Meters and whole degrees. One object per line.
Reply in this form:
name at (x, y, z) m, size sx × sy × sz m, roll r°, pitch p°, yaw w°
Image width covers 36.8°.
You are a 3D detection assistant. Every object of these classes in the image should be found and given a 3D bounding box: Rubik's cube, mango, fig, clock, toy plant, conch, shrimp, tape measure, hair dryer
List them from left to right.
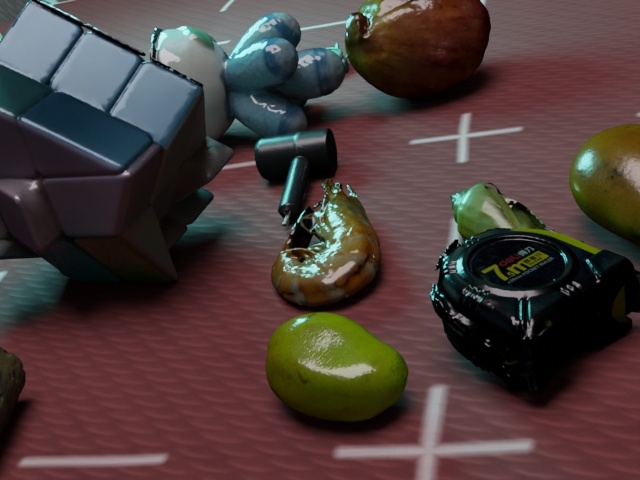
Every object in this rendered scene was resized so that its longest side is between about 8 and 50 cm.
Rubik's cube at (-0.332, -0.108, 1.354) m, size 0.387 × 0.368 × 0.358 m, roll 28°, pitch 40°, yaw 5°
toy plant at (-0.121, -0.279, 1.706) m, size 0.332 × 0.247 × 0.247 m, roll -6°, pitch 29°, yaw 3°
hair dryer at (-0.046, -0.091, 1.486) m, size 0.124 × 0.071 × 0.219 m, roll -9°, pitch 38°, yaw 14°
shrimp at (0.000, 0.000, 1.305) m, size 0.152 × 0.063 × 0.287 m, roll -24°, pitch 29°, yaw 7°
clock at (0.007, -0.357, 1.936) m, size 0.101 × 0.041 × 0.135 m, roll 16°, pitch 41°, yaw 43°
mango at (0.010, 0.135, 1.022) m, size 0.117 × 0.089 × 0.163 m, roll -32°, pitch 33°, yaw -27°
fig at (0.167, -0.358, 1.700) m, size 0.263 × 0.224 × 0.224 m, roll -25°, pitch 30°, yaw -10°
conch at (0.226, -0.020, 1.211) m, size 0.095 × 0.079 × 0.201 m, roll -19°, pitch 44°, yaw -33°
tape measure at (0.221, 0.063, 1.032) m, size 0.199 × 0.112 × 0.186 m, roll -25°, pitch 37°, yaw -28°
mango at (0.399, -0.061, 1.156) m, size 0.151 × 0.120 × 0.221 m, roll -27°, pitch 38°, yaw -15°

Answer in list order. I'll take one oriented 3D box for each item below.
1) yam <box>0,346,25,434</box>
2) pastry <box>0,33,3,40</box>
yam at (-0.413, 0.203, 1.089) m, size 0.107 × 0.107 × 0.194 m, roll -10°, pitch 30°, yaw 9°
pastry at (-0.727, -0.243, 1.741) m, size 0.388 × 0.389 × 0.312 m, roll -12°, pitch -9°, yaw 6°
